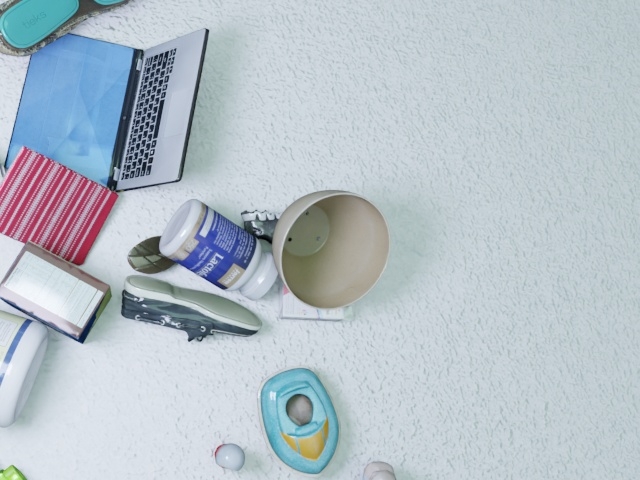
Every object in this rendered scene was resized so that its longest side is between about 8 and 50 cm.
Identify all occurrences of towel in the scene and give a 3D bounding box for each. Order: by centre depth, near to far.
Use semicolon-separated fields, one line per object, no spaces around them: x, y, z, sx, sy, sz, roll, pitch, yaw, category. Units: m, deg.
-0.610;-0.073;1.767;0.275;0.031;0.199;32;83;-46;towel

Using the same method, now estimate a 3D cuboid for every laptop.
-0.507;-0.332;1.836;0.236;0.408;0.382;20;73;-45;laptop

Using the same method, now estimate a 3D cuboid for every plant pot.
0.000;0.000;1.853;0.284;0.191;0.284;-9;111;-23;plant pot

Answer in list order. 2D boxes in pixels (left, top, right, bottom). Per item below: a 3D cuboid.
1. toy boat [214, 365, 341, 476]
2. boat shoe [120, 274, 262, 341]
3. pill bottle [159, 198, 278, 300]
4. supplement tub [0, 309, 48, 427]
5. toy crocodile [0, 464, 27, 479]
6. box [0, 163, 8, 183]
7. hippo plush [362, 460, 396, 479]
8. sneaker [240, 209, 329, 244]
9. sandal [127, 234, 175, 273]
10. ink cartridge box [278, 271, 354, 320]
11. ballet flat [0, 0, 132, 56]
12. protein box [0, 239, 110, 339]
-0.102;0.457;1.825;0.318;0.148;0.267;-22;86;-17;toy boat
-0.313;0.185;1.847;0.340;0.127;0.113;17;105;-18;boat shoe
-0.236;0.028;1.848;0.264;0.153;0.153;33;73;-24;pill bottle
-0.776;0.243;1.651;0.324;0.235;0.235;20;75;-10;supplement tub
-0.742;0.503;1.689;0.115;0.105;0.340;-43;96;-18;toy crocodile
-0.770;-0.135;1.790;0.275;0.113;0.094;41;71;-5;box
0.088;0.673;1.834;0.236;0.234;0.294;-16;126;1;hippo plush
-0.084;-0.025;1.963;0.234;0.078;0.106;-2;86;-14;sneaker
-0.373;0.013;1.892;0.219;0.060;0.090;-38;101;-32;sandal
-0.003;0.143;1.952;0.198;0.067;0.115;3;78;-14;ink cartridge box
-0.601;-0.602;1.885;0.483;0.182;0.164;-40;117;-21;ballet flat
-0.593;0.122;1.738;0.201;0.200;0.136;30;74;-7;protein box
